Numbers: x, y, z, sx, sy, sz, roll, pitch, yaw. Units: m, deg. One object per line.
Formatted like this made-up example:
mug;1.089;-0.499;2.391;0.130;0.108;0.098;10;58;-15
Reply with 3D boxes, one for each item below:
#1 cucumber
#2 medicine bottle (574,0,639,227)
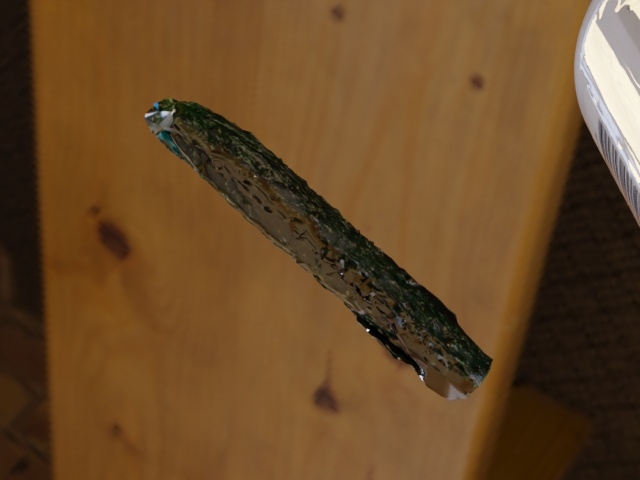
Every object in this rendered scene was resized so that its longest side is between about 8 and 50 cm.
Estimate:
cucumber;0.000;0.000;1.119;0.256;0.044;0.043;42;162;-1
medicine bottle;0.189;-0.025;0.728;0.135;0.215;0.135;-8;132;-9
